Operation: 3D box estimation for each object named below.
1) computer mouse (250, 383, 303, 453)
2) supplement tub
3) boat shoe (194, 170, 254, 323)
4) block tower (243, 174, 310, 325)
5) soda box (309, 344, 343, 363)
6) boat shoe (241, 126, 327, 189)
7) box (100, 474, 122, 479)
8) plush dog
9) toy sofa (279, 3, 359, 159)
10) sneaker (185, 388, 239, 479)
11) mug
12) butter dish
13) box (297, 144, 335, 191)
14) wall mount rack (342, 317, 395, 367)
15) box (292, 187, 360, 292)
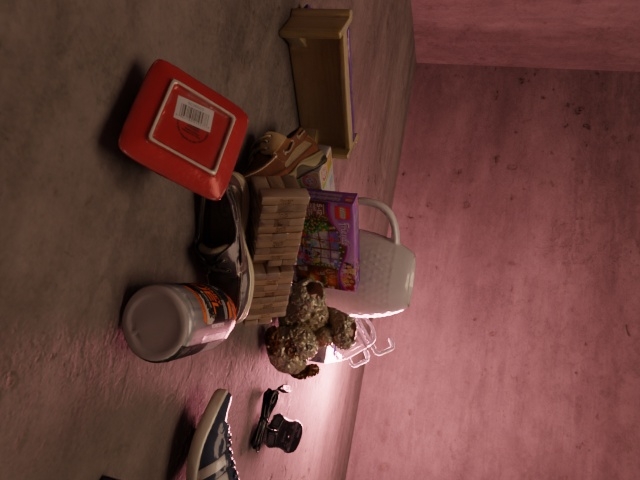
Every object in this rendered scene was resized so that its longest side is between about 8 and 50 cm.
[{"bbox_3d":[-0.118,0.497,1.512,0.262,0.060,0.184,42,61,-58],"label":"computer mouse"},{"bbox_3d":[-0.214,0.125,0.858,0.190,0.117,0.116,14,84,-75],"label":"supplement tub"},{"bbox_3d":[-0.181,0.016,0.972,0.092,0.103,0.285,-11,104,-69],"label":"boat shoe"},{"bbox_3d":[-0.102,0.022,1.066,0.097,0.091,0.335,-115,-151,-43],"label":"block tower"},{"bbox_3d":[0.008,0.361,1.825,0.286,0.098,0.091,37,62,-72],"label":"soda box"},{"bbox_3d":[-0.105,-0.168,1.159,0.119,0.123,0.324,61,32,-8],"label":"boat shoe"},{"bbox_3d":[-0.328,0.456,0.755,0.207,0.036,0.114,-67,159,-44],"label":"box"},{"bbox_3d":[-0.061,0.248,1.446,0.262,0.211,0.225,50,58,-32],"label":"plush dog"},{"bbox_3d":[0.015,-0.402,1.375,0.362,0.150,0.177,83,22,-43],"label":"toy sofa"},{"bbox_3d":[-0.182,0.463,1.007,0.131,0.148,0.349,113,-12,-71],"label":"sneaker"},{"bbox_3d":[0.119,0.054,1.635,0.276,0.328,0.373,-33,129,-71],"label":"mug"},{"bbox_3d":[-0.207,-0.145,0.777,0.160,0.118,0.159,28,64,-29],"label":"butter dish"},{"bbox_3d":[-0.026,-0.143,1.437,0.203,0.103,0.114,83,21,-43],"label":"box"},{"bbox_3d":[0.129,0.300,1.996,0.304,0.131,0.350,64,-31,13],"label":"wall mount rack"},{"bbox_3d":[0.000,0.000,1.419,0.057,0.201,0.293,-65,157,-49],"label":"box"}]
